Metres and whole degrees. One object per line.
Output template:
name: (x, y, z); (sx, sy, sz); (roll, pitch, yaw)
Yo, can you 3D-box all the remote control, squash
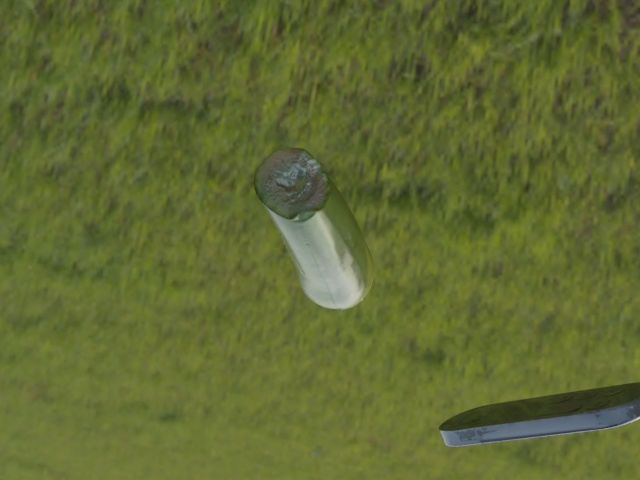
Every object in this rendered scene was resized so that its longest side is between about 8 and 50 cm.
remote control: (0.219, 0.173, 1.124); (0.245, 0.022, 0.077); (-17, -178, 44)
squash: (0.000, 0.000, 1.083); (0.083, 0.083, 0.250); (5, 158, 15)
